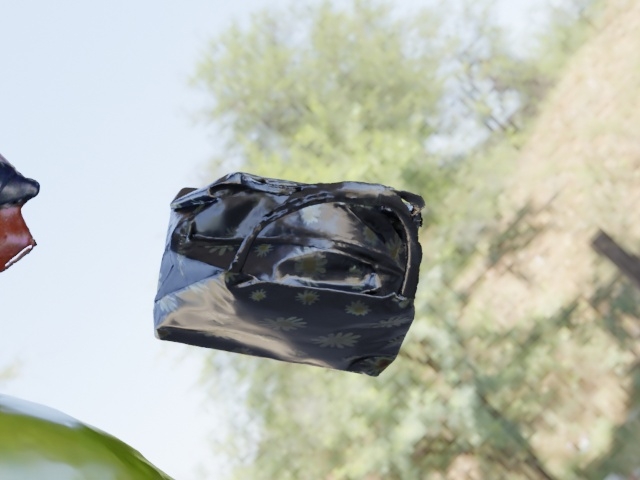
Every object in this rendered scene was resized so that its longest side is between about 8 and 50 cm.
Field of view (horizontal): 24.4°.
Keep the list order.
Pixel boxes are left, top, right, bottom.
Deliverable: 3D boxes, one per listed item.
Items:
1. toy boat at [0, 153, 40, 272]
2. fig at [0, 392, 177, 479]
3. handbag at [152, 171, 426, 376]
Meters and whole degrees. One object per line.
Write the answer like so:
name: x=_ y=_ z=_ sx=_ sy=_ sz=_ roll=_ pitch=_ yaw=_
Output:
toy boat: x=-0.258 y=-0.074 z=0.673 sx=0.219 sy=0.072 sz=0.318 roll=-31 pitch=-46 yaw=-23
fig: x=-0.127 y=0.143 z=0.462 sx=0.233 sy=0.233 sz=0.314 roll=-44 pitch=15 yaw=-3
handbag: x=0.000 y=0.000 z=0.613 sx=0.139 sy=0.115 sz=0.072 roll=134 pitch=146 yaw=-64
